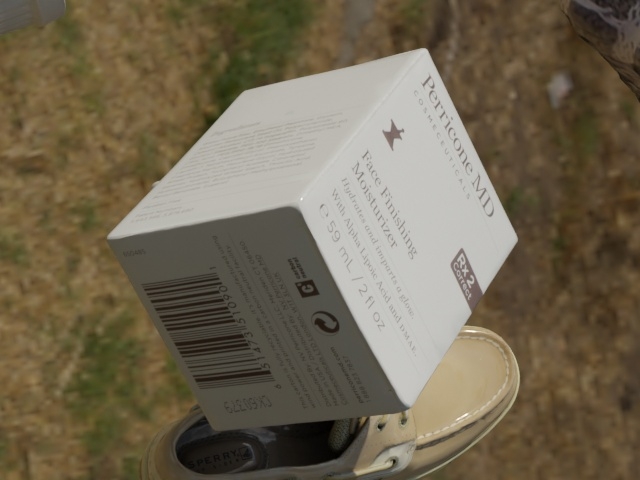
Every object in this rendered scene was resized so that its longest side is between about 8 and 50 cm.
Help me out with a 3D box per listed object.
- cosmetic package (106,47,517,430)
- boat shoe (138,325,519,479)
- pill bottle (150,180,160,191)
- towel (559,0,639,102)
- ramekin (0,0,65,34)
[{"bbox_3d":[0.000,0.000,1.116,0.184,0.151,0.151,-52,123,-45],"label":"cosmetic package"},{"bbox_3d":[0.019,0.125,1.302,0.302,0.098,0.109,-15,71,-21],"label":"boat shoe"},{"bbox_3d":[-0.092,0.005,1.173,0.043,0.043,0.083,15,77,-49],"label":"pill bottle"},{"bbox_3d":[0.179,0.010,0.449,0.235,0.121,0.283,59,10,17],"label":"towel"},{"bbox_3d":[-0.266,-0.225,1.232,0.109,0.207,0.207,-26,105,-10],"label":"ramekin"}]
